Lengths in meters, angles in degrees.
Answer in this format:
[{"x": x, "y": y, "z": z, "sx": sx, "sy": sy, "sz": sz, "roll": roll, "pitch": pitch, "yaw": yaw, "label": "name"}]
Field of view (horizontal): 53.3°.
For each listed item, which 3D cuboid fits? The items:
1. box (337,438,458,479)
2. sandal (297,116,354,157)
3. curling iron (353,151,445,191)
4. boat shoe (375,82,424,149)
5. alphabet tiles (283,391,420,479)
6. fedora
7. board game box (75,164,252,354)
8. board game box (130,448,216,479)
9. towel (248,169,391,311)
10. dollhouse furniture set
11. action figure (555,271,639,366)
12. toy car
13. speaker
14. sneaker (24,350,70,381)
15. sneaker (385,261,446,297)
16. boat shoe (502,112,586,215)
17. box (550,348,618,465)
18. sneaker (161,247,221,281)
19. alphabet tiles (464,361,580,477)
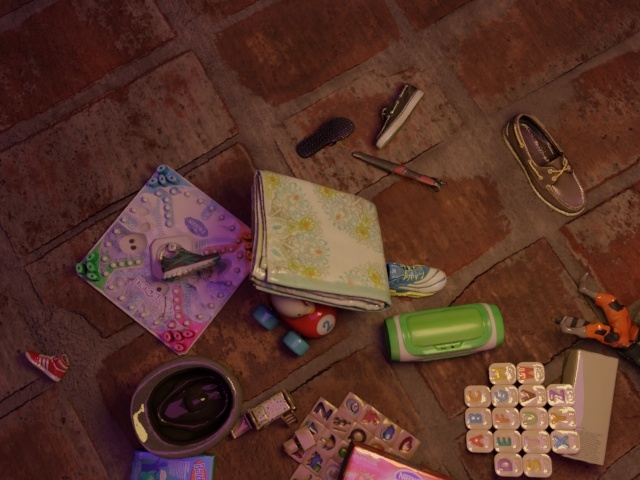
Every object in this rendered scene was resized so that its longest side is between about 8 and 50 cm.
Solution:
[{"x": 0.195, "y": 0.619, "z": 1.580, "sx": 0.299, "sy": 0.154, "sz": 0.142, "roll": 20, "pitch": 80, "yaw": 4, "label": "box"}, {"x": 0.015, "y": -0.293, "z": 1.820, "sx": 0.179, "sy": 0.040, "sz": 0.067, "roll": -29, "pitch": 75, "yaw": 9, "label": "sandal"}, {"x": 0.218, "y": -0.193, "z": 1.792, "sx": 0.273, "sy": 0.068, "sz": 0.035, "roll": 21, "pitch": 82, "yaw": 9, "label": "curling iron"}, {"x": 0.209, "y": -0.353, "z": 1.812, "sx": 0.070, "sy": 0.078, "sz": 0.219, "roll": 35, "pitch": 73, "yaw": 5, "label": "boat shoe"}, {"x": 0.090, "y": 0.580, "z": 1.670, "sx": 0.342, "sy": 0.011, "sz": 0.285, "roll": 35, "pitch": 81, "yaw": 6, "label": "alphabet tiles"}, {"x": -0.339, "y": 0.423, "z": 1.640, "sx": 0.275, "sy": 0.124, "sz": 0.244, "roll": -26, "pitch": 83, "yaw": -13, "label": "fedora"}, {"x": -0.408, "y": 0.044, "z": 1.748, "sx": 0.389, "sy": 0.050, "sz": 0.390, "roll": 37, "pitch": 81, "yaw": 6, "label": "board game box"}, {"x": -0.381, "y": 0.626, "z": 1.642, "sx": 0.210, "sy": 0.047, "sz": 0.160, "roll": 4, "pitch": 79, "yaw": 1, "label": "board game box"}, {"x": 0.000, "y": 0.000, "z": 1.573, "sx": 0.374, "sy": 0.090, "sz": 0.321, "roll": 15, "pitch": 55, "yaw": -27, "label": "towel"}, {"x": -0.128, "y": 0.496, "z": 1.630, "sx": 0.181, "sy": 0.101, "sz": 0.161, "roll": -30, "pitch": 75, "yaw": -5, "label": "dollhouse furniture set"}, {"x": 0.812, "y": 0.224, "z": 1.669, "sx": 0.330, "sy": 0.179, "sz": 0.341, "roll": 32, "pitch": 39, "yaw": 15, "label": "action figure"}, {"x": -0.051, "y": 0.158, "z": 1.632, "sx": 0.210, "sy": 0.238, "sz": 0.219, "roll": 40, "pitch": 82, "yaw": 7, "label": "toy car"}, {"x": 0.321, "y": 0.241, "z": 1.675, "sx": 0.296, "sy": 0.131, "sz": 0.131, "roll": -8, "pitch": 80, "yaw": -1, "label": "speaker"}, {"x": -0.724, "y": 0.316, "z": 1.701, "sx": 0.118, "sy": 0.042, "sz": 0.067, "roll": 39, "pitch": 86, "yaw": -1, "label": "sneaker"}, {"x": 0.223, "y": 0.104, "z": 1.698, "sx": 0.239, "sy": 0.126, "sz": 0.091, "roll": -2, "pitch": 80, "yaw": 0, "label": "sneaker"}, {"x": 0.630, "y": -0.212, "z": 1.771, "sx": 0.116, "sy": 0.097, "sz": 0.324, "roll": -32, "pitch": 81, "yaw": -6, "label": "boat shoe"}, {"x": 0.683, "y": 0.429, "z": 1.656, "sx": 0.113, "sy": 0.094, "sz": 0.275, "roll": 14, "pitch": 80, "yaw": 3, "label": "box"}, {"x": -0.348, "y": 0.051, "z": 1.691, "sx": 0.166, "sy": 0.065, "sz": 0.076, "roll": -17, "pitch": 76, "yaw": -5, "label": "sneaker"}, {"x": 0.512, "y": 0.456, "z": 1.637, "sx": 0.277, "sy": 0.021, "sz": 0.284, "roll": -5, "pitch": 75, "yaw": 20, "label": "alphabet tiles"}]
